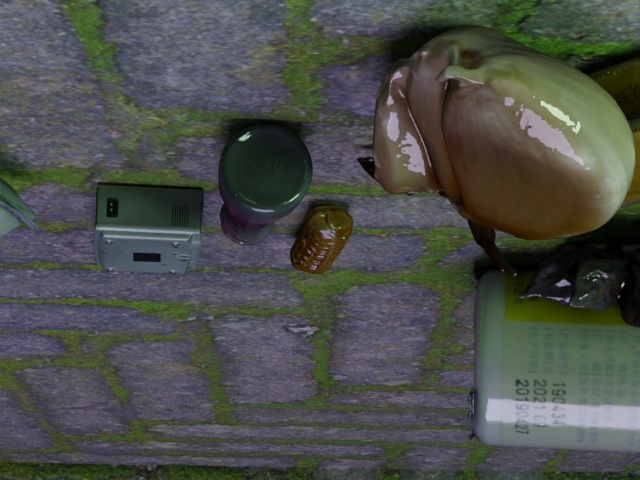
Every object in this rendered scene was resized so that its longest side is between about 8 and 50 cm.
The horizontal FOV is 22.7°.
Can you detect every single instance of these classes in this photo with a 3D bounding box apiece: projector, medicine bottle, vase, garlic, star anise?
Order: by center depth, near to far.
[{"bbox_3d":[0.149,-0.094,1.273,0.217,0.110,0.228,24,158,13],"label":"garlic"},{"bbox_3d":[0.128,-0.033,1.478,0.158,0.144,0.140,6,170,-19],"label":"star anise"},{"bbox_3d":[-0.063,-0.044,1.553,0.086,0.086,0.214,3,167,-7],"label":"vase"},{"bbox_3d":[-0.183,-0.008,1.701,0.115,0.061,0.147,1,164,-7],"label":"projector"},{"bbox_3d":[0.348,0.049,1.737,0.262,0.081,0.230,18,-166,40],"label":"star anise"},{"bbox_3d":[0.364,0.144,1.876,0.379,0.213,0.213,2,163,7],"label":"medicine bottle"}]

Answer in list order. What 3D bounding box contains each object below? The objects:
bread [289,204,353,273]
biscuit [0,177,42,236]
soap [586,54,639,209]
[{"bbox_3d":[0.000,0.000,1.742,0.052,0.044,0.157,7,162,-8],"label":"bread"},{"bbox_3d":[-0.446,-0.044,1.570,0.309,0.079,0.186,-3,160,9],"label":"biscuit"},{"bbox_3d":[0.290,-0.096,1.354,0.160,0.080,0.257,14,158,-40],"label":"soap"}]
